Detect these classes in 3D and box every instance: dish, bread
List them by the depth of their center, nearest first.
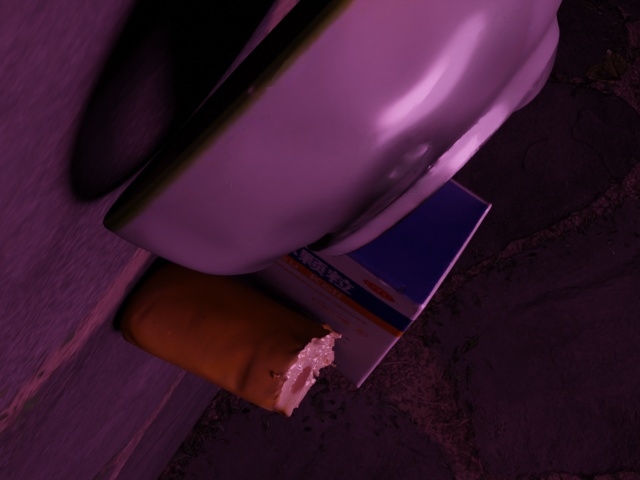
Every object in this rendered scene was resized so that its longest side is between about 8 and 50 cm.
[{"bbox_3d":[0.036,-0.085,0.722,0.324,0.124,0.324,-45,-171,9],"label":"dish"},{"bbox_3d":[-0.076,0.077,1.084,0.134,0.173,0.085,62,52,-79],"label":"bread"}]

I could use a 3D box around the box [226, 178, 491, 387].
[{"bbox_3d":[0.000,0.000,1.094,0.106,0.200,0.299,-54,176,-18],"label":"box"}]
